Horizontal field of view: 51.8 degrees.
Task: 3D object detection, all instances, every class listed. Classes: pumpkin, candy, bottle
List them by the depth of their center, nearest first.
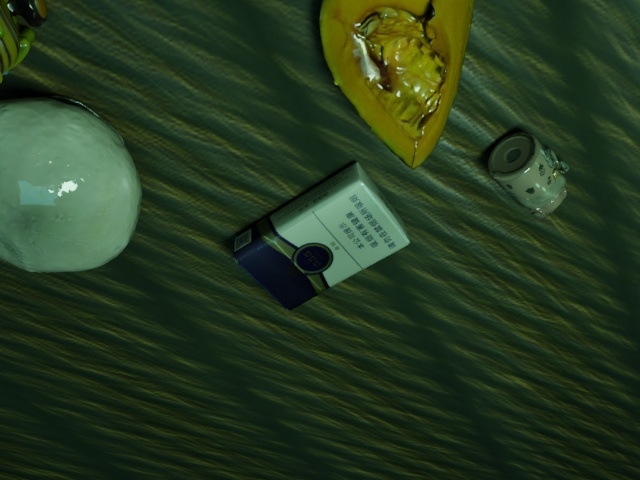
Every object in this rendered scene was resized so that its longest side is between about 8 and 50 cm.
[{"bbox_3d":[0.105,-0.275,0.899,0.169,0.148,0.312,23,129,27],"label":"pumpkin"},{"bbox_3d":[-0.397,-0.066,0.944,0.295,0.185,0.296,-6,127,-9],"label":"candy"},{"bbox_3d":[0.346,-0.101,1.068,0.099,0.099,0.152,-39,130,22],"label":"bottle"}]

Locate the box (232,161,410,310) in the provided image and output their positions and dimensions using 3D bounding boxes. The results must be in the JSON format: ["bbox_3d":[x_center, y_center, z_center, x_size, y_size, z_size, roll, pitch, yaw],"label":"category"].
[{"bbox_3d":[0.000,0.000,1.114,0.259,0.071,0.168,-32,125,16],"label":"box"}]

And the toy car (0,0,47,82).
[{"bbox_3d":[-0.452,-0.295,0.779,0.200,0.142,0.248,-11,131,1],"label":"toy car"}]
